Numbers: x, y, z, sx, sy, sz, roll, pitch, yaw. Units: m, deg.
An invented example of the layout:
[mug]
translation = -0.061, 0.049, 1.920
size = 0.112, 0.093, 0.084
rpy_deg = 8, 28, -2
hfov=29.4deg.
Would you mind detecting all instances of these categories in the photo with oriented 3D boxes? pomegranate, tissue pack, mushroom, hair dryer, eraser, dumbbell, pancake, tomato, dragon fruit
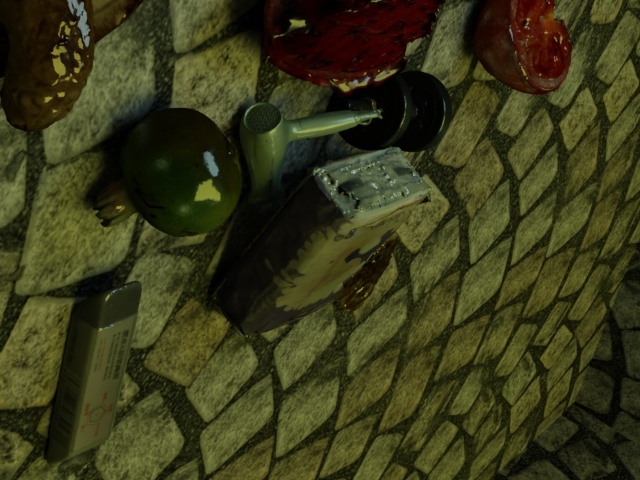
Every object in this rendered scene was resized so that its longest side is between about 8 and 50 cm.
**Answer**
[pomegranate]
translation = -0.211, -0.080, 1.657
size = 0.210, 0.180, 0.180
rpy_deg = -29, 152, 5
[tissue pack]
translation = 0.000, 0.000, 2.003
size = 0.242, 0.125, 0.343
rpy_deg = -19, 156, -48
[mushroom]
translation = -0.306, -0.307, 1.208
size = 0.345, 0.239, 0.345
rpy_deg = 19, 90, -80
[hair dryer]
translation = -0.010, -0.154, 1.915
size = 0.237, 0.075, 0.206
rpy_deg = -19, 148, -11
[eraser]
translation = -0.342, 0.203, 1.832
size = 0.089, 0.061, 0.352
rpy_deg = -20, 135, -49
[dumbbell]
translation = 0.122, -0.221, 2.059
size = 0.325, 0.143, 0.143
rpy_deg = -4, 122, -58
[pancake]
translation = 0.053, 0.075, 2.386
size = 0.266, 0.057, 0.244
rpy_deg = -37, 155, -27
[tomato]
translation = 0.367, -0.383, 2.306
size = 0.200, 0.140, 0.233
rpy_deg = -41, 115, -43
[dragon fruit]
translation = 0.021, -0.364, 1.811
size = 0.286, 0.228, 0.329
rpy_deg = -20, 168, -4

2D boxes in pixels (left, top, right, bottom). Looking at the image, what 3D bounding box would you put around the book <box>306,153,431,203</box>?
[book]
translation = 0.089, -0.100, 2.155
size = 0.231, 0.157, 0.026
rpy_deg = 39, 45, -63
